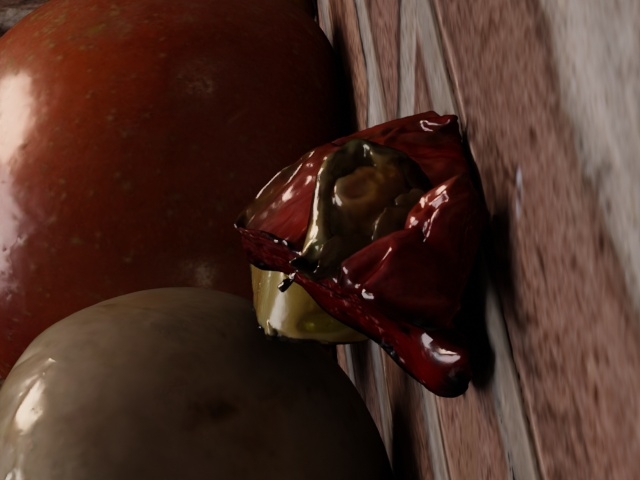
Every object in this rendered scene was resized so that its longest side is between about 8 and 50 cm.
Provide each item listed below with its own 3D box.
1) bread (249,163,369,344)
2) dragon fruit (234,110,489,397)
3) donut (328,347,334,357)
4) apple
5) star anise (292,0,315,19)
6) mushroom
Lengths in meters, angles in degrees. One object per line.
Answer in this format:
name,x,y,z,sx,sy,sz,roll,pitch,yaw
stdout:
bread,0.000,0.000,1.055,0.157,0.083,0.094,-127,36,-80
dragon fruit,0.015,0.015,0.718,0.192,0.092,0.123,-124,30,-83
donut,-0.066,0.116,1.764,0.299,0.150,0.317,103,161,-80
apple,-0.117,-0.028,1.367,0.348,0.276,0.349,175,90,-87
star anise,-0.055,-0.245,1.624,0.196,0.111,0.212,-115,27,-62
mushroom,-0.110,0.178,1.095,0.297,0.290,0.298,20,-114,-53
